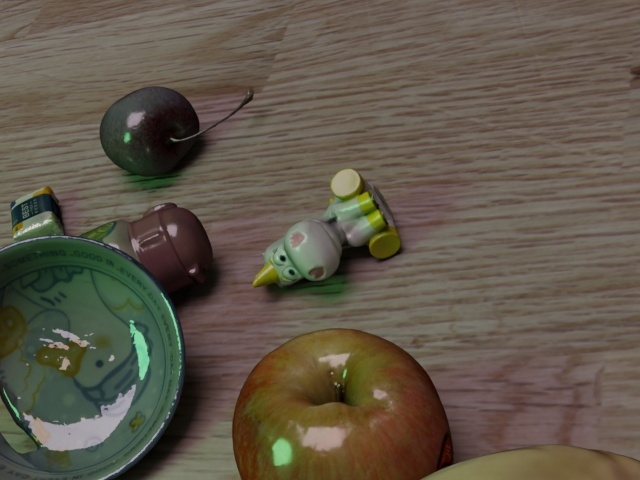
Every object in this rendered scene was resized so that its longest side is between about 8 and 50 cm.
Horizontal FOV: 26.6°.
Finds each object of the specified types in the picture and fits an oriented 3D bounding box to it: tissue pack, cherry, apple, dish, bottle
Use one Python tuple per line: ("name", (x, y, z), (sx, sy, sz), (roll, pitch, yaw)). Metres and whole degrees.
("tissue pack", (-0.371, -0.027, 1.765), (0.062, 0.042, 0.083), (-23, 40, 2))
("cherry", (-0.206, -0.158, 1.776), (0.188, 0.115, 0.148), (-42, 2, -28))
("apple", (0.022, 0.185, 1.222), (0.209, 0.164, 0.209), (-7, 42, 6))
("dish", (-0.276, 0.142, 1.459), (0.273, 0.134, 0.273), (0, 75, 1))
("bottle", (-0.248, 0.043, 1.561), (0.253, 0.120, 0.120), (-25, 39, 3))

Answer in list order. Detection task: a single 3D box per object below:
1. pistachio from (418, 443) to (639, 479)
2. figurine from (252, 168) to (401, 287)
("pistachio", (0.139, 0.265, 1.060), (0.318, 0.214, 0.193), (-14, 83, 27))
("figurine", (0.001, 0.002, 1.501), (0.178, 0.109, 0.129), (-40, 15, -14))
